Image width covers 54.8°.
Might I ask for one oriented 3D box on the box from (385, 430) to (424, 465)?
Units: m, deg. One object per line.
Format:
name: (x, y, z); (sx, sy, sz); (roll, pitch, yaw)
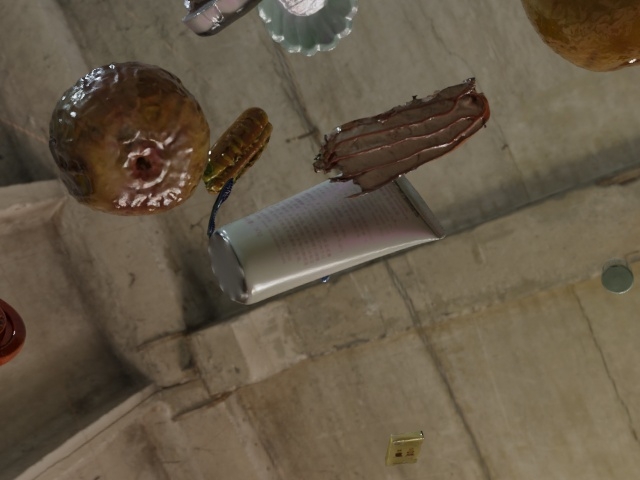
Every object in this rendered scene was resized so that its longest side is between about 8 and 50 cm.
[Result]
box: (0.186, 0.466, 1.378); (0.149, 0.073, 0.020); (91, 172, -49)

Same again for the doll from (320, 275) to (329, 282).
doll: (0.000, 0.000, 1.355); (0.109, 0.067, 0.206); (-5, -121, -11)

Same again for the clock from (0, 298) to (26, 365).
clock: (-0.572, 0.131, 0.973); (0.205, 0.051, 0.205); (26, -163, -9)

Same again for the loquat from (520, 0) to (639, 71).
loquat: (0.337, -0.326, 0.639); (0.284, 0.276, 0.276); (63, -148, -13)

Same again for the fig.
fig: (-0.358, -0.220, 1.189); (0.286, 0.286, 0.369); (44, -169, -33)

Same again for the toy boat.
toy boat: (-0.044, -0.507, 1.228); (0.290, 0.199, 0.100); (52, -169, -52)

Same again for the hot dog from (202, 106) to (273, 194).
hot dog: (-0.195, -0.209, 1.457); (0.269, 0.072, 0.115); (-59, -24, -32)

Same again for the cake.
cake: (0.121, -0.148, 0.852); (0.287, 0.135, 0.098); (-28, -81, -23)

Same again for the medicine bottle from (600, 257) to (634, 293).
medicine bottle: (0.473, 0.055, 0.987); (0.083, 0.047, 0.047); (-17, -94, -65)

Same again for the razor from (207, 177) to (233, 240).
razor: (-0.193, -0.048, 1.166); (0.028, 0.155, 0.044); (17, -164, 0)

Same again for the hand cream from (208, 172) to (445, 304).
hand cream: (0.008, -0.018, 0.957); (0.358, 0.118, 0.186); (-22, -116, -24)

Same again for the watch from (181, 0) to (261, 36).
watch: (-0.168, -0.429, 0.862); (0.231, 0.196, 0.244); (57, -143, -34)
